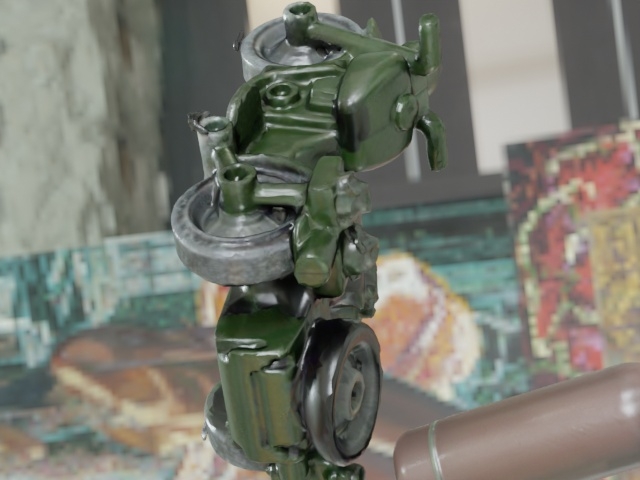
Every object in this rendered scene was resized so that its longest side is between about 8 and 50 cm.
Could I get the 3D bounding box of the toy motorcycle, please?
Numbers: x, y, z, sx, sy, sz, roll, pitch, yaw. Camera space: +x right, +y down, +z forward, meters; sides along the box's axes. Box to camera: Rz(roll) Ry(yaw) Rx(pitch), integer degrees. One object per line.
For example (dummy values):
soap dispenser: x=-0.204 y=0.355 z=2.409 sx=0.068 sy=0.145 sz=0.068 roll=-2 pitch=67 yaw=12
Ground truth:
toy motorcycle: x=0.000 y=0.000 z=0.973 sx=0.275 sy=0.127 sz=0.205 roll=-71 pitch=-22 yaw=-51

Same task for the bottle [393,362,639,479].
bottle: x=0.108 y=0.104 z=0.913 sx=0.053 sy=0.140 sz=0.053 roll=55 pitch=-156 yaw=-40
